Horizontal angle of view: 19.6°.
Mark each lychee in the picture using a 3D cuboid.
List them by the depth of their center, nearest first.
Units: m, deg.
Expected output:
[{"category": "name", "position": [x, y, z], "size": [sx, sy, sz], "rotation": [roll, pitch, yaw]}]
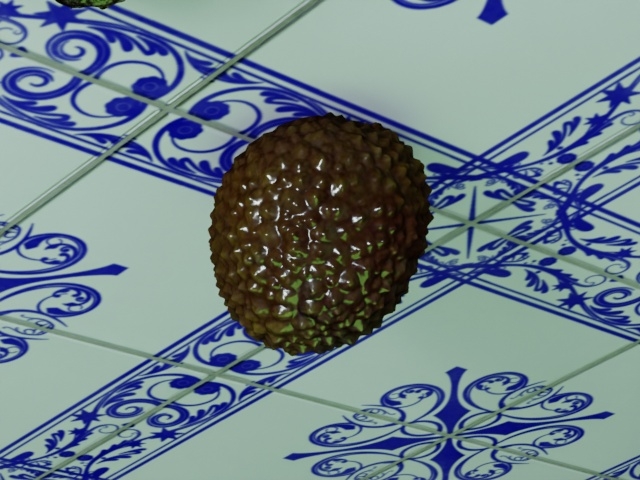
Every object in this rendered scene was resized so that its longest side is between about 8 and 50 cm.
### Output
[{"category": "lychee", "position": [0.000, 0.000, 2.071], "size": [0.267, 0.267, 0.267], "rotation": [-7, 152, -4]}]

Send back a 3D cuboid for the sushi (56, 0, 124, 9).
[{"category": "sushi", "position": [-0.192, -0.270, 1.688], "size": [0.150, 0.091, 0.078], "rotation": [-14, 155, 6]}]
